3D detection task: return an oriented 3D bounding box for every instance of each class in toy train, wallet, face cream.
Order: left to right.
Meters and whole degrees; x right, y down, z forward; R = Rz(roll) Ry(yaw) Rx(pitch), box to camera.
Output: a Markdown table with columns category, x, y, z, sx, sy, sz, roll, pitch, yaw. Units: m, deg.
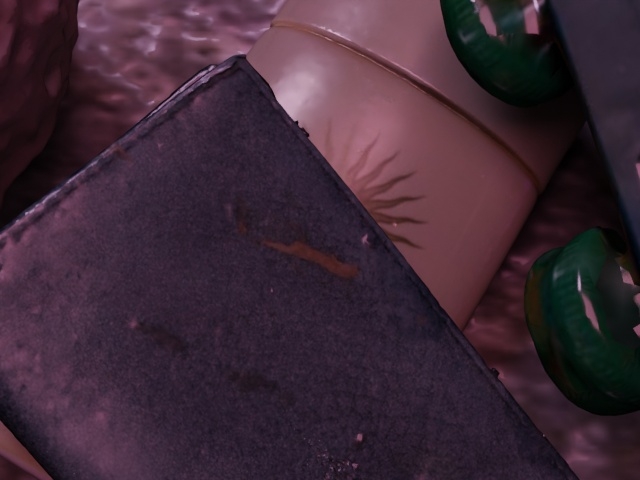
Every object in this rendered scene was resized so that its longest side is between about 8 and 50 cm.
| category | x | y | z | sx | sy | sz | roll | pitch | yaw |
| --- | --- | --- | --- | --- | --- | --- | --- | --- | --- |
| face cream | 0.000 | 0.000 | 0.654 | 0.174 | 0.081 | 0.348 | 33 | 74 | 4 |
| wallet | 0.012 | 0.115 | 0.570 | 0.191 | 0.046 | 0.379 | -41 | 94 | -19 |
| toy train | 0.212 | -0.060 | 0.598 | 0.249 | 0.178 | 0.429 | 3 | 65 | -42 |

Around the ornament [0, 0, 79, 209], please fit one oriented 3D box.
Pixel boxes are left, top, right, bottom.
| category | x | y | z | sx | sy | sz | roll | pitch | yaw |
| --- | --- | --- | --- | --- | --- | --- | --- | --- | --- |
| ornament | -0.246 | -0.104 | 0.612 | 0.259 | 0.225 | 0.259 | 12 | 65 | -26 |
